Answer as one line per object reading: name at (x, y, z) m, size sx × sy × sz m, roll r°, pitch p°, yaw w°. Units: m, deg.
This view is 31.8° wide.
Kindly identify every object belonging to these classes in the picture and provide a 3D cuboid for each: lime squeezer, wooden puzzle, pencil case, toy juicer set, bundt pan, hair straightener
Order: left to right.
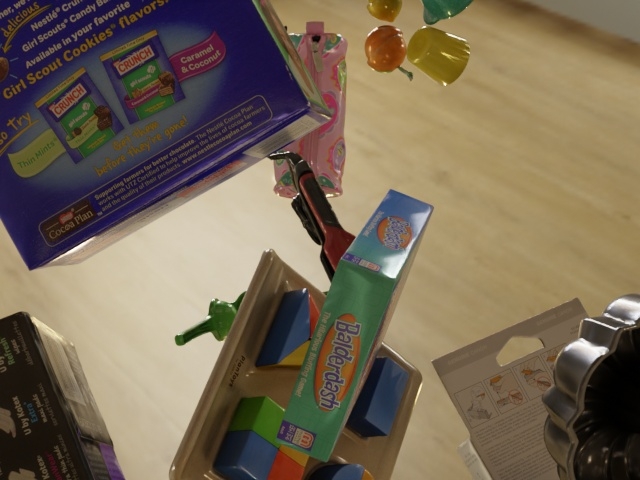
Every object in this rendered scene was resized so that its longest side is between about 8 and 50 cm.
lime squeezer at (-0.093, 0.101, 1.446) m, size 0.110 × 0.058 × 0.310 m, roll 16°, pitch -160°, yaw 42°
pencil case at (-0.016, -0.208, 1.841) m, size 0.124 × 0.284 × 0.124 m, roll 3°, pitch 173°, yaw 0°
hair straightener at (0.000, 0.000, 1.217) m, size 0.047 × 0.089 × 0.230 m, roll -26°, pitch -107°, yaw -20°
wooden puzzle at (0.001, 0.227, 1.398) m, size 0.081 × 0.348 × 0.322 m, roll -10°, pitch -133°, yaw 43°
toy juicer set at (0.159, -0.367, 1.546) m, size 0.089 × 0.329 × 0.209 m, roll 21°, pitch 172°, yaw -33°
bundt pan at (0.414, 0.206, 1.404) m, size 0.331 × 0.330 × 0.124 m, roll -20°, pitch -160°, yaw -17°

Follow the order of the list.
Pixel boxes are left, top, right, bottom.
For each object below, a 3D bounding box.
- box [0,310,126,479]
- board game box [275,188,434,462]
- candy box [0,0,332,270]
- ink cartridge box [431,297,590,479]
box at (-0.289, 0.176, 0.788) m, size 0.270 × 0.165 × 0.143 m, roll -24°, pitch -103°, yaw -7°
board game box at (0.033, 0.061, 0.917) m, size 0.047 × 0.160 × 0.210 m, roll 22°, pitch -159°, yaw 7°
candy box at (-0.185, -0.176, 0.932) m, size 0.268 × 0.317 × 0.122 m, roll -29°, pitch 177°, yaw 8°
ink cartridge box at (0.337, 0.256, 1.708) m, size 0.296 × 0.066 × 0.261 m, roll -20°, pitch -110°, yaw -24°
